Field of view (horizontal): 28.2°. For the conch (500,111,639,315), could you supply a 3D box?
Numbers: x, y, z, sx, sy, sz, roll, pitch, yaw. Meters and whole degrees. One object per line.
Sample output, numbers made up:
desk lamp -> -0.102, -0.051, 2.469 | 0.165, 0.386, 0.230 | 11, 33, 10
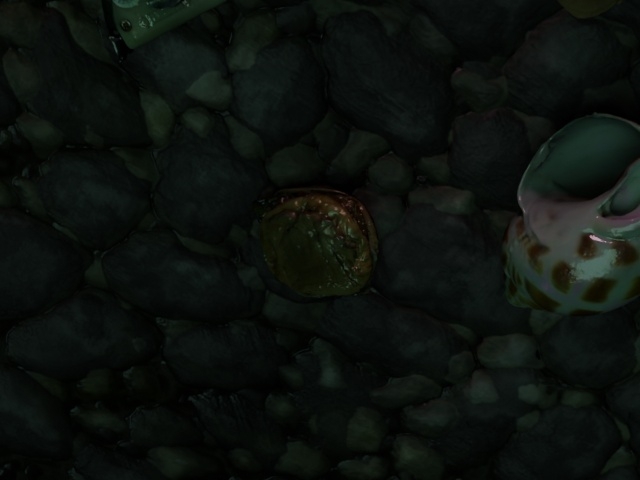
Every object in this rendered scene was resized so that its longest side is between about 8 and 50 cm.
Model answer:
conch -> 0.370, -0.016, 1.812 | 0.368, 0.197, 0.249 | -35, 74, 28

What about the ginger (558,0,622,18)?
ginger -> 0.362, -0.409, 1.615 | 0.138, 0.152, 0.267 | 42, 132, 24

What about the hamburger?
hamburger -> 0.000, 0.000, 1.975 | 0.206, 0.130, 0.183 | 1, 121, 36

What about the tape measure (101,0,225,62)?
tape measure -> -0.244, -0.390, 1.798 | 0.235, 0.115, 0.207 | -23, 114, 26
